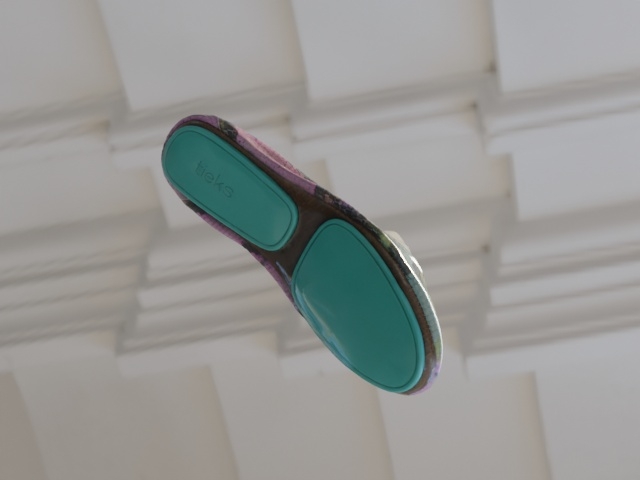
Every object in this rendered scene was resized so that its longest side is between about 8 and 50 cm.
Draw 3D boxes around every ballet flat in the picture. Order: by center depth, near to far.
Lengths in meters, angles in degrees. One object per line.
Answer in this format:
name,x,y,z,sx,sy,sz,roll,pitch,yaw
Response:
ballet flat,0.000,0.000,0.768,0.221,0.077,0.079,41,-155,20
